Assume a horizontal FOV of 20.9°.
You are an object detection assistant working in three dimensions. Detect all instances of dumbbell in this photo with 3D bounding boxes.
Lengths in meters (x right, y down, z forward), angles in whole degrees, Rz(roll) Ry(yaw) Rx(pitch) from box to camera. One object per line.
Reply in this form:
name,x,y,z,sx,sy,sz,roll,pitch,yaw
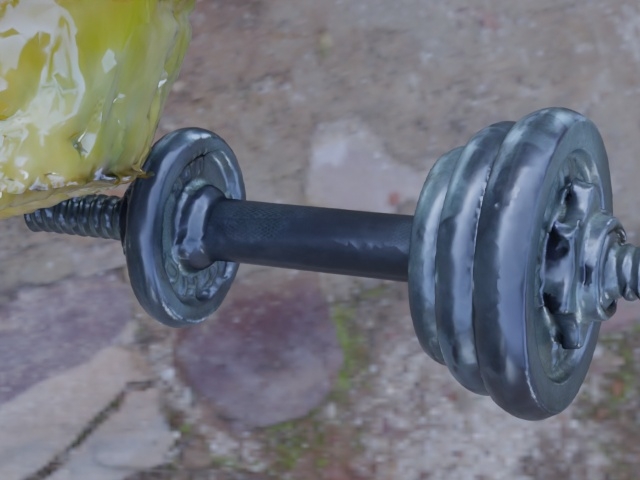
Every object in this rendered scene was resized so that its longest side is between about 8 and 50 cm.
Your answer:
dumbbell,0.000,0.000,0.641,0.110,0.254,0.110,6,90,-67

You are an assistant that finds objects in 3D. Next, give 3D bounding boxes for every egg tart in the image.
egg tart,-0.147,-0.055,0.568,0.288,0.288,0.118,-13,91,-34
